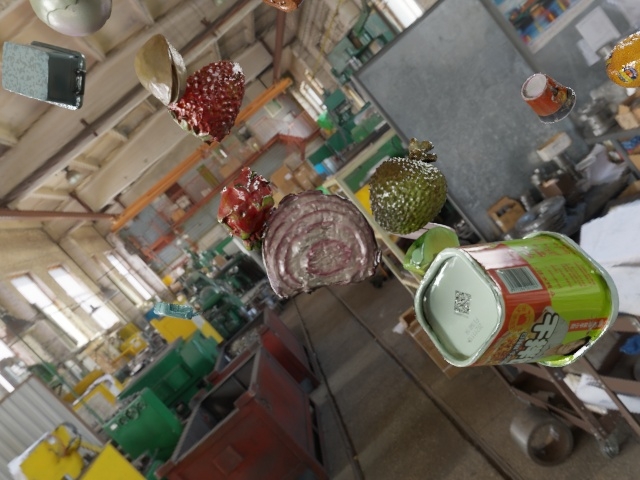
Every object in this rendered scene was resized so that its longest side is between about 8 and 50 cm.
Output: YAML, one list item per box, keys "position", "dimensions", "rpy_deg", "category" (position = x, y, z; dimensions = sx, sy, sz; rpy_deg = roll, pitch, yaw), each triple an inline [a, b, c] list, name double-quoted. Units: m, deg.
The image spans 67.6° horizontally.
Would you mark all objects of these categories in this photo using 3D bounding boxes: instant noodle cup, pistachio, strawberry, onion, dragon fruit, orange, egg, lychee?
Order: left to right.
- position: [-0.607, -0.596, 1.167]
  dimensions: [0.183, 0.183, 0.217]
  rpy_deg: [-43, 39, -13]
  category: "egg"
- position: [-0.540, -0.586, 1.647]
  dimensions: [0.162, 0.260, 0.213]
  rpy_deg: [-20, -44, -31]
  category: "pistachio"
- position: [-0.422, -0.559, 1.872]
  dimensions: [0.343, 0.292, 0.292]
  rpy_deg: [-52, 6, 4]
  category: "strawberry"
- position: [-0.225, -0.097, 1.545]
  dimensions: [0.200, 0.198, 0.269]
  rpy_deg: [-64, -24, -20]
  category: "dragon fruit"
- position: [0.000, 0.000, 1.323]
  dimensions: [0.314, 0.280, 0.146]
  rpy_deg: [-9, 3, 1]
  category: "onion"
- position: [0.306, -0.176, 1.652]
  dimensions: [0.320, 0.270, 0.270]
  rpy_deg: [-59, -2, 27]
  category: "lychee"
- position: [0.383, 0.124, 0.984]
  dimensions: [0.307, 0.294, 0.294]
  rpy_deg: [1, -17, -29]
  category: "instant noodle cup"
- position: [0.696, -0.447, 1.478]
  dimensions: [0.127, 0.135, 0.127]
  rpy_deg: [-31, 48, 44]
  category: "instant noodle cup"
- position: [0.971, -0.549, 1.454]
  dimensions: [0.177, 0.155, 0.177]
  rpy_deg: [-46, 2, 2]
  category: "orange"

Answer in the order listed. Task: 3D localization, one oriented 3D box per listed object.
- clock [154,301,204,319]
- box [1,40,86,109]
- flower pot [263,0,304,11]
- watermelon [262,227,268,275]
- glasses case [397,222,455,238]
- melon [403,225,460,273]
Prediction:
- position: [-0.456, 0.230, 1.549]
  dimensions: [0.108, 0.147, 0.045]
  rpy_deg: [-6, 72, 56]
  category: "clock"
- position: [-0.777, -0.469, 1.347]
  dimensions: [0.130, 0.227, 0.162]
  rpy_deg: [-26, -48, -64]
  category: "box"
- position: [-0.081, -0.660, 1.140]
  dimensions: [0.190, 0.190, 0.173]
  rpy_deg: [-136, 68, -83]
  category: "flower pot"
- position: [-0.088, 0.096, 1.639]
  dimensions: [0.292, 0.319, 0.222]
  rpy_deg: [-93, 27, -85]
  category: "watermelon"
- position: [0.434, -0.043, 2.080]
  dimensions: [0.113, 0.296, 0.075]
  rpy_deg: [62, -144, -80]
  category: "glasses case"
- position: [0.358, 0.043, 1.590]
  dimensions: [0.196, 0.124, 0.323]
  rpy_deg: [-56, -30, 14]
  category: "melon"
